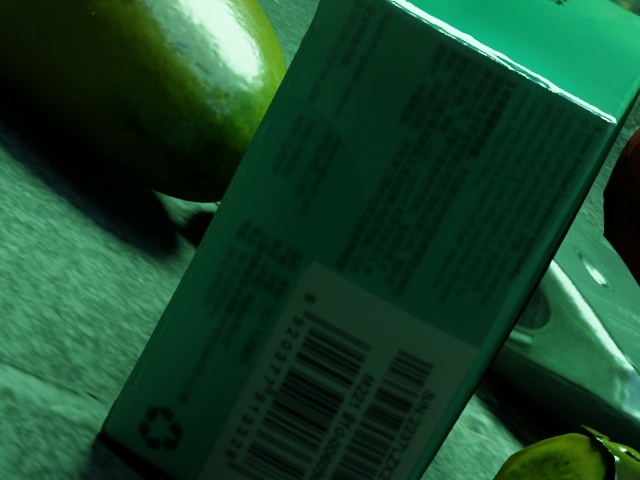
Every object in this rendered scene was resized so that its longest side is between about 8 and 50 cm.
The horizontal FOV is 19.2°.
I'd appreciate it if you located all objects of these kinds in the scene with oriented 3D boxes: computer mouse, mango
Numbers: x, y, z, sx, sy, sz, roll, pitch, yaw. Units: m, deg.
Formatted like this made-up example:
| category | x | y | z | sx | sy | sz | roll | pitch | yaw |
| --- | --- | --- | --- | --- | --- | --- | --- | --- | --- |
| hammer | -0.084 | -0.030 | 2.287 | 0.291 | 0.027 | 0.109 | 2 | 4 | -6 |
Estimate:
| category | x | y | z | sx | sy | sz | roll | pitch | yaw |
| --- | --- | --- | --- | --- | --- | --- | --- | --- | --- |
| computer mouse | 0.158 | 0.077 | 1.121 | 0.167 | 0.090 | 0.379 | 25 | 24 | -45 |
| mango | -0.098 | -0.106 | 0.989 | 0.221 | 0.120 | 0.151 | 41 | 27 | 15 |

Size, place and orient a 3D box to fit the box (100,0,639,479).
| category | x | y | z | sx | sy | sz | roll | pitch | yaw |
| --- | --- | --- | --- | --- | --- | --- | --- | --- | --- |
| box | 0.044 | -0.014 | 0.805 | 0.118 | 0.205 | 0.311 | 32 | 16 | 5 |

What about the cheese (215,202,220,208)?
| category | x | y | z | sx | sy | sz | roll | pitch | yaw |
| --- | --- | --- | --- | --- | --- | --- | --- | --- | --- |
| cheese | 0.000 | 0.000 | 1.059 | 0.105 | 0.042 | 0.191 | 45 | 15 | 27 |

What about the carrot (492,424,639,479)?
| category | x | y | z | sx | sy | sz | roll | pitch | yaw |
| --- | --- | --- | --- | --- | --- | --- | --- | --- | --- |
| carrot | 0.129 | 0.146 | 0.758 | 0.173 | 0.082 | 0.082 | 52 | 4 | -31 |

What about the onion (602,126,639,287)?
| category | x | y | z | sx | sy | sz | roll | pitch | yaw |
| --- | --- | --- | --- | --- | --- | --- | --- | --- | --- |
| onion | 0.294 | 0.026 | 1.507 | 0.272 | 0.195 | 0.272 | -16 | 90 | -82 |
